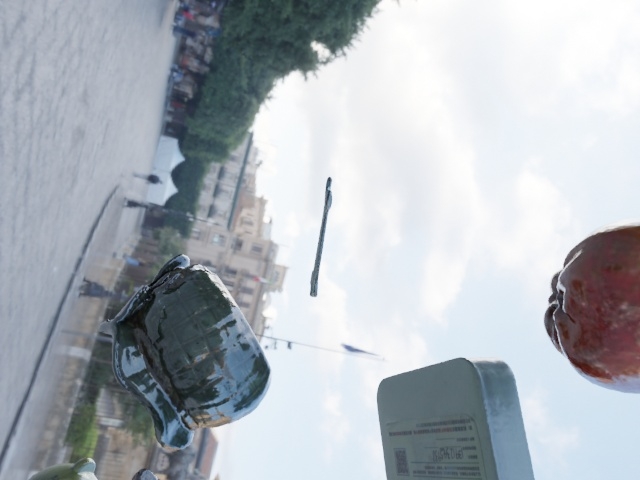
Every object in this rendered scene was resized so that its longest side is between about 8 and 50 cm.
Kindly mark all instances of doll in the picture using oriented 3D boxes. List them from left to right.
[{"bbox_3d":[-0.544,0.585,1.180,0.177,0.162,0.260,-27,137,-51],"label":"doll"}]

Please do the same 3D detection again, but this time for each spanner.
[{"bbox_3d":[0.000,0.000,1.172,0.071,0.018,0.301,-92,-172,-48],"label":"spanner"}]

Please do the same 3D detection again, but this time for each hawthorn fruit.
[{"bbox_3d":[0.473,0.097,0.852,0.284,0.285,0.284,-165,-90,-74],"label":"hawthorn fruit"}]

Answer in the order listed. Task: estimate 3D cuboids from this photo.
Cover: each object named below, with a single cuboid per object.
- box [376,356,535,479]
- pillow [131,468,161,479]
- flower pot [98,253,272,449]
[{"bbox_3d":[0.253,0.448,1.114,0.396,0.111,0.396,138,-49,-61],"label":"box"},{"bbox_3d":[-0.224,0.477,0.767,0.308,0.305,0.108,-39,-168,19],"label":"pillow"},{"bbox_3d":[-0.232,0.187,0.986,0.301,0.213,0.301,54,-16,23],"label":"flower pot"}]
